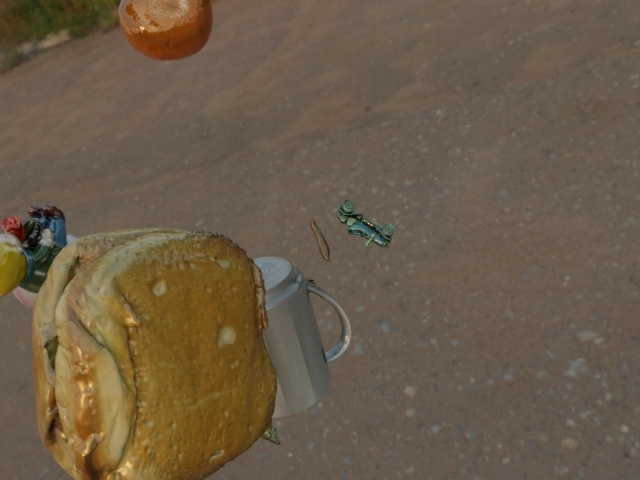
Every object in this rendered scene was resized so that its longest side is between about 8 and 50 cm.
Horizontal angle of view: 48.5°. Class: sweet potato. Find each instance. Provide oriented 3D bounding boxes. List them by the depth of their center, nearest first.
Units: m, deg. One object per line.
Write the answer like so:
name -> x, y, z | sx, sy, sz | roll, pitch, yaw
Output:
sweet potato -> 0.000, 0.000, 1.661 | 0.026, 0.026, 0.115 | -24, 73, 1

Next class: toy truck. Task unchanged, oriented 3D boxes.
toy truck -> 0.098, -0.027, 1.693 | 0.154, 0.080, 0.078 | 31, 75, 9

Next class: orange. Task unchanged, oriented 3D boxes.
orange -> -0.370, -0.534, 1.710 | 0.224, 0.224, 0.170 | -33, 2, -15

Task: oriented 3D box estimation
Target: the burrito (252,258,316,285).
burrito -> -0.119, 0.114, 2.164 | 0.230, 0.058, 0.063 | 17, 38, 23

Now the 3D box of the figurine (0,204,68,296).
figurine -> -0.570, 0.015, 1.307 | 0.128, 0.185, 0.234 | 9, -2, 28

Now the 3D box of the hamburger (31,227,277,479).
hamburger -> -0.189, 0.137, 0.841 | 0.284, 0.304, 0.174 | -8, 13, -44

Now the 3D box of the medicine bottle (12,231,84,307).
medicine bottle -> -0.543, 0.095, 1.660 | 0.316, 0.202, 0.202 | 13, 43, 26

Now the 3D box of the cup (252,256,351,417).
cup -> -0.085, 0.211, 1.715 | 0.323, 0.326, 0.237 | -22, 24, -17

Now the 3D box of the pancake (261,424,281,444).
pancake -> -0.244, 0.437, 1.906 | 0.197, 0.377, 0.054 | -39, 21, 44
